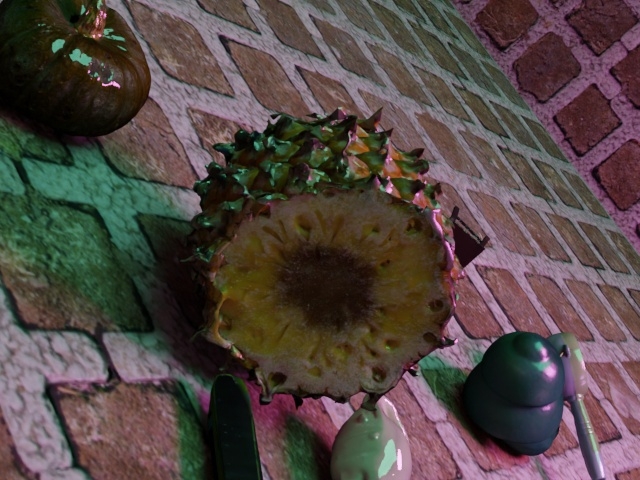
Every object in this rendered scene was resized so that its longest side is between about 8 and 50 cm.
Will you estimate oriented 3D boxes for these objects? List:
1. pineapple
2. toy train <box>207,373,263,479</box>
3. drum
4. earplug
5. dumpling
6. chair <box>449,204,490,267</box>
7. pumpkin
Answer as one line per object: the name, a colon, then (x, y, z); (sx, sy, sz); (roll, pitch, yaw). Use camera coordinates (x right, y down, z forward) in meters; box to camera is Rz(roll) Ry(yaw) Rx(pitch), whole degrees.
pineapple: (-0.002, 0.002, 1.222); (0.352, 0.352, 0.300); (37, 17, -25)
toy train: (-0.092, 0.234, 1.076); (0.044, 0.042, 0.209); (12, 37, -22)
drum: (0.430, 0.280, 1.720); (0.130, 0.049, 0.253); (67, 12, -75)
earplug: (0.338, 0.237, 1.659); (0.164, 0.280, 0.257); (34, 52, 26)
dumpling: (0.074, 0.278, 1.229); (0.134, 0.100, 0.169); (49, 21, -38)
chair: (0.247, 0.013, 1.945); (0.101, 0.084, 0.212); (45, 23, 3)
pumpkin: (-0.309, -0.237, 1.279); (0.219, 0.162, 0.219); (34, 27, -20)
